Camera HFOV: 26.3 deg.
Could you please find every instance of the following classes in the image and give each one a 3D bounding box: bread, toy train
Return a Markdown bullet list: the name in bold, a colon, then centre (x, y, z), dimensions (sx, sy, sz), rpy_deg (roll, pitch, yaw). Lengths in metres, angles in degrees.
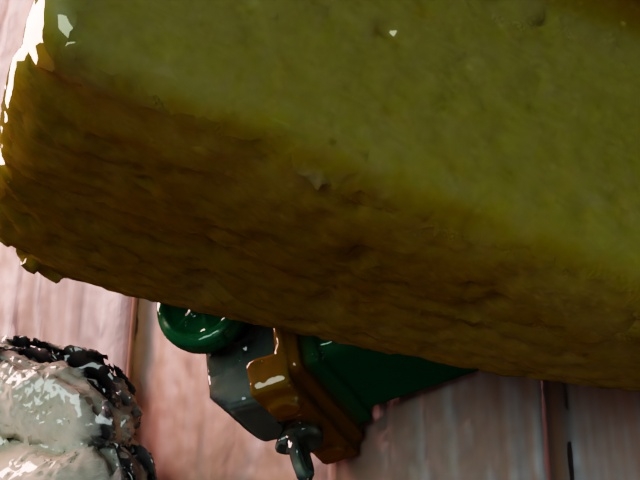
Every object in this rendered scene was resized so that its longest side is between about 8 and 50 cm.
- **bread**: centre (0.084, -0.047, 0.537), dimensions (0.361, 0.245, 0.233), rpy_deg (25, 65, -4)
- **toy train**: centre (0.000, 0.000, 0.620), dimensions (0.136, 0.091, 0.228), rpy_deg (-16, 56, 14)

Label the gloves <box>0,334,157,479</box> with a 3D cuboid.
- **gloves**: centre (-0.143, 0.104, 0.671), dimensions (0.153, 0.070, 0.114), rpy_deg (19, 70, 32)
